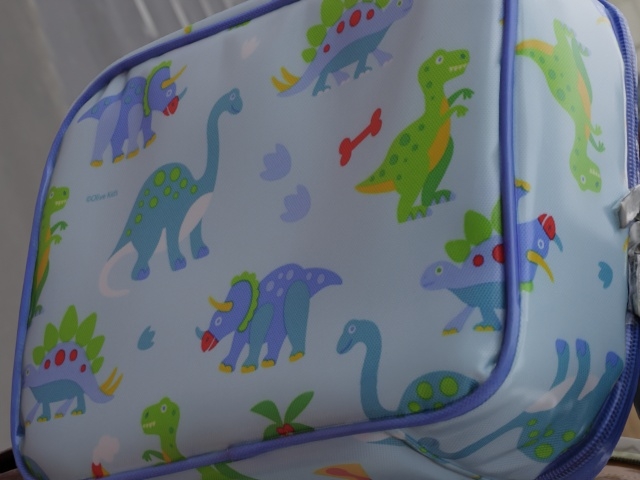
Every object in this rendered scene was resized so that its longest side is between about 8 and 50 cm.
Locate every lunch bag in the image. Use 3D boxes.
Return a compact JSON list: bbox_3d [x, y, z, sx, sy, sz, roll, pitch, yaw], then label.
[{"bbox_3d":[0.000,0.000,0.562,0.090,0.219,0.176,25,58,-44],"label":"lunch bag"}]

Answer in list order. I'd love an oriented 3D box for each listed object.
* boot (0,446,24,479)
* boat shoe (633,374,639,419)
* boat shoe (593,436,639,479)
[{"bbox_3d":[-0.184,0.228,1.080,0.207,0.248,0.090,56,31,-17],"label":"boot"},{"bbox_3d":[0.194,-0.037,0.471,0.114,0.302,0.091,36,15,-25],"label":"boat shoe"},{"bbox_3d":[0.235,0.204,1.046,0.111,0.307,0.104,115,-11,-60],"label":"boat shoe"}]
